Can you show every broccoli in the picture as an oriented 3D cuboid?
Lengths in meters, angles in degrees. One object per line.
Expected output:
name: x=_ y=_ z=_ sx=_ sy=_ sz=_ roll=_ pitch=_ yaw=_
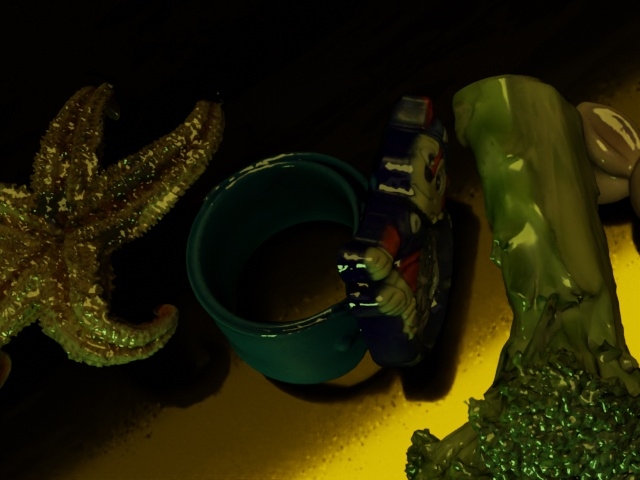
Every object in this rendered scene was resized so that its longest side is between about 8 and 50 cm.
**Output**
broccoli: x=0.157 y=0.047 z=0.941 sx=0.252 sy=0.221 sz=0.361 roll=-17 pitch=75 yaw=-36

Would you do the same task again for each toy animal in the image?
toy animal: x=0.282 y=-0.033 z=1.025 sx=0.212 sy=0.124 sz=0.124 roll=7 pitch=74 yaw=23

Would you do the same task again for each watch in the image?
watch: x=0.000 y=0.010 z=1.060 sx=0.200 sy=0.171 sz=0.196 roll=2 pitch=52 yaw=20

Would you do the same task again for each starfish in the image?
starfish: x=-0.224 y=-0.019 z=1.140 sx=0.312 sy=0.113 sz=0.303 roll=-1 pitch=69 yaw=24
